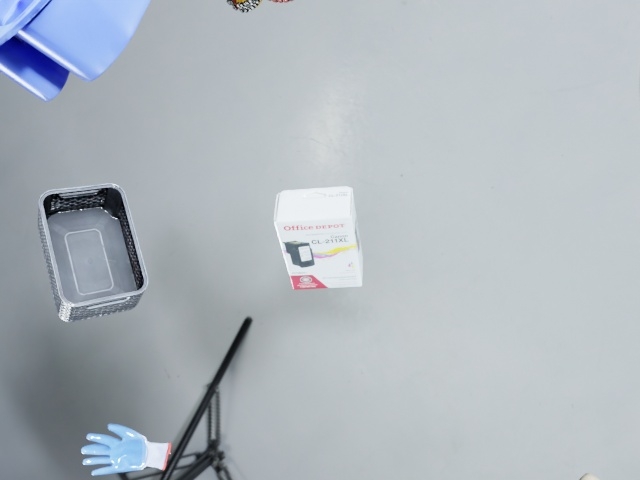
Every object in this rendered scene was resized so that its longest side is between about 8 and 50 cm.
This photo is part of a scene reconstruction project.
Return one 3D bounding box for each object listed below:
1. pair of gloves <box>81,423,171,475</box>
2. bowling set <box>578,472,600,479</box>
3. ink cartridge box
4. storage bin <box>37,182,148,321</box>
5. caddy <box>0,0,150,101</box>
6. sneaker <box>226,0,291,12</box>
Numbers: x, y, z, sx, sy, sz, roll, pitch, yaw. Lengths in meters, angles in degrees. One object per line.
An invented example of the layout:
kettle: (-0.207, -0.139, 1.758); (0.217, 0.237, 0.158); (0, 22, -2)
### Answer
pair of gloves: (-0.357, 0.435, 1.097); (0.159, 0.023, 0.198); (9, 84, -1)
bowling set: (0.543, 0.553, 1.144); (0.154, 0.200, 0.287); (44, 131, 41)
ink cartridge box: (0.000, 0.000, 1.035); (0.127, 0.072, 0.175); (-4, 137, 9)
storage bin: (-0.340, 0.017, 0.909); (0.084, 0.122, 0.180); (-45, 61, 56)
caddy: (-0.400, -0.382, 0.933); (0.241, 0.179, 0.341); (-10, 53, 33)
sneaker: (-0.088, -0.474, 1.069); (0.225, 0.088, 0.092); (10, 65, 44)
